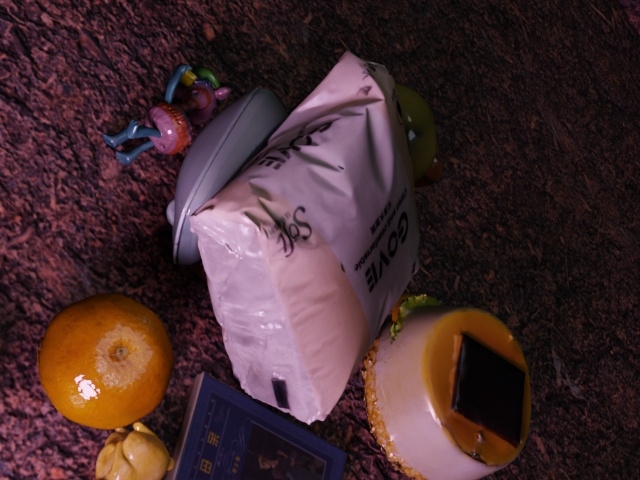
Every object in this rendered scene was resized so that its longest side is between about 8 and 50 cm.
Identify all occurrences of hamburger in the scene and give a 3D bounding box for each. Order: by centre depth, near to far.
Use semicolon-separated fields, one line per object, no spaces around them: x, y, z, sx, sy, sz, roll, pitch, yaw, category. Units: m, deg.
0.188;0.231;1.467;0.276;0.179;0.294;29;56;-31;hamburger

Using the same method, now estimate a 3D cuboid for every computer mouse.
-0.139;-0.098;1.310;0.097;0.159;0.288;30;51;7;computer mouse

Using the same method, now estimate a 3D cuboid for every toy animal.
-0.232;0.288;1.085;0.083;0.070;0.159;50;48;-20;toy animal
-0.203;-0.180;1.312;0.208;0.100;0.103;-44;138;-43;toy animal
0.077;-0.157;1.520;0.338;0.191;0.216;-17;85;-48;toy animal

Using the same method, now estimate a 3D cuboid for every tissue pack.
0.000;0.000;1.281;0.375;0.195;0.390;-50;139;-36;tissue pack

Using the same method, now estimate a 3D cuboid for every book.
-0.079;0.314;1.260;0.269;0.025;0.191;36;49;-30;book

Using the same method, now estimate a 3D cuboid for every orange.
-0.245;0.138;1.101;0.155;0.134;0.154;5;75;-21;orange
